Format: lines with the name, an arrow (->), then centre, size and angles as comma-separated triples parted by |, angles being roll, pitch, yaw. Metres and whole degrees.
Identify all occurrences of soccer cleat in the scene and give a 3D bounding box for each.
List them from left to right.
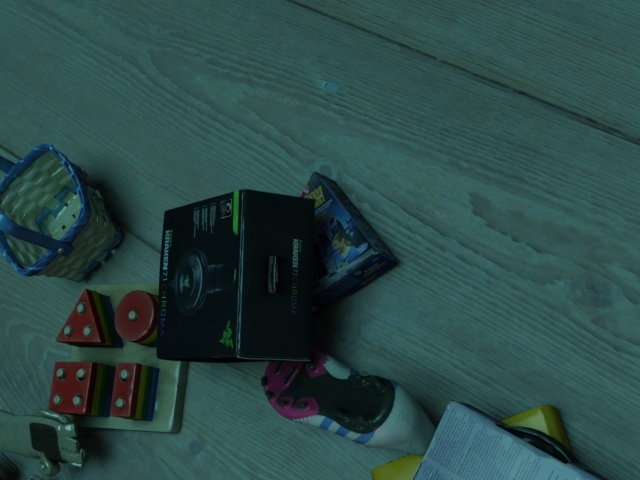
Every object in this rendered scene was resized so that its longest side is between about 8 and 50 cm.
soccer cleat -> 0.034, 0.243, 1.496 | 0.331, 0.143, 0.116 | 12, 67, 57

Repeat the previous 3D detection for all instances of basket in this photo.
basket -> -0.515, -0.064, 1.822 | 0.201, 0.289, 0.255 | -47, 58, 12

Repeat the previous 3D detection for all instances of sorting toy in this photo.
sorting toy -> -0.354, 0.194, 1.764 | 0.257, 0.089, 0.256 | -3, 74, 32

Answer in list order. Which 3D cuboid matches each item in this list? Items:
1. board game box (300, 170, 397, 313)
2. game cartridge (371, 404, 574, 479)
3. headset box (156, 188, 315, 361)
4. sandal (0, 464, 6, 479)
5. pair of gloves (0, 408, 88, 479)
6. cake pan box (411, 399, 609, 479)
board game box -> 0.000, 0.000, 1.615 | 0.194, 0.060, 0.194 | -35, 56, 23
game cartridge -> 0.230, 0.416, 1.351 | 0.285, 0.052, 0.324 | -27, 62, 23
headset box -> -0.128, 0.063, 1.561 | 0.283, 0.131, 0.247 | -9, 77, 55
sandal -> -0.688, 0.409, 1.914 | 0.302, 0.120, 0.086 | 1, 48, 31
pair of gloves -> -0.476, 0.406, 1.767 | 0.204, 0.042, 0.240 | -2, 99, 30
cake pan box -> 0.224, 0.366, 1.303 | 0.245, 0.070, 0.267 | 24, 90, 32
